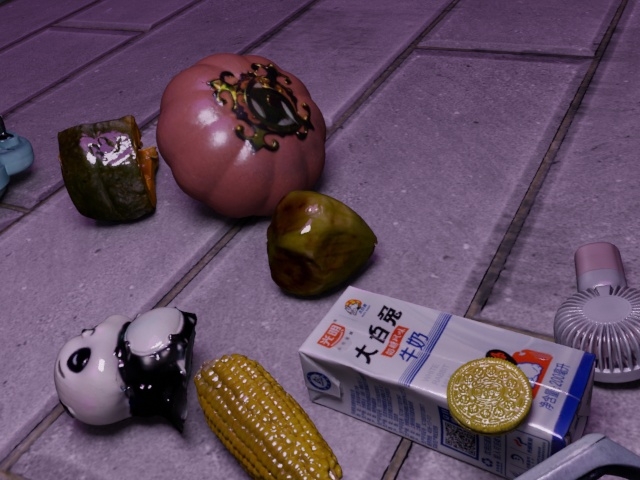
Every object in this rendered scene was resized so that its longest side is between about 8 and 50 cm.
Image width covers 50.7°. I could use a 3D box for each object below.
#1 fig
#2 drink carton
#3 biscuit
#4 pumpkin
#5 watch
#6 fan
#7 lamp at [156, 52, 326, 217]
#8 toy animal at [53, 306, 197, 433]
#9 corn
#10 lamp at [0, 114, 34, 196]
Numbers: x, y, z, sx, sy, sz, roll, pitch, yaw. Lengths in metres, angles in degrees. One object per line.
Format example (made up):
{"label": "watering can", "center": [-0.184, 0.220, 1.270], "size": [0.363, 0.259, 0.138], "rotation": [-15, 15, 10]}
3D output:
{"label": "fig", "center": [0.000, 0.000, 1.004], "size": [0.165, 0.144, 0.154], "rotation": [-4, 67, -27]}
{"label": "drink carton", "center": [0.139, 0.159, 0.782], "size": [0.315, 0.107, 0.130], "rotation": [15, 42, 30]}
{"label": "biscuit", "center": [0.168, 0.155, 0.673], "size": [0.084, 0.023, 0.084], "rotation": [-9, 46, 10]}
{"label": "pumpkin", "center": [-0.388, -0.159, 1.262], "size": [0.139, 0.190, 0.280], "rotation": [-14, 36, -4]}
{"label": "watch", "center": [0.241, 0.285, 0.584], "size": [0.206, 0.068, 0.193], "rotation": [-27, 62, -10]}
{"label": "fan", "center": [0.367, 0.081, 0.868], "size": [0.130, 0.074, 0.244], "rotation": [-8, 30, 22]}
{"label": "lamp", "center": [-0.141, -0.175, 1.187], "size": [0.305, 0.239, 0.305], "rotation": [12, 61, -24]}
{"label": "toy animal", "center": [-0.242, 0.163, 0.843], "size": [0.179, 0.138, 0.166], "rotation": [-3, 20, 1]}
{"label": "corn", "center": [-0.062, 0.214, 0.770], "size": [0.097, 0.097, 0.261], "rotation": [-30, 42, -24]}
{"label": "lamp", "center": [-0.707, -0.134, 1.340], "size": [0.209, 0.147, 0.284], "rotation": [20, 54, 31]}
